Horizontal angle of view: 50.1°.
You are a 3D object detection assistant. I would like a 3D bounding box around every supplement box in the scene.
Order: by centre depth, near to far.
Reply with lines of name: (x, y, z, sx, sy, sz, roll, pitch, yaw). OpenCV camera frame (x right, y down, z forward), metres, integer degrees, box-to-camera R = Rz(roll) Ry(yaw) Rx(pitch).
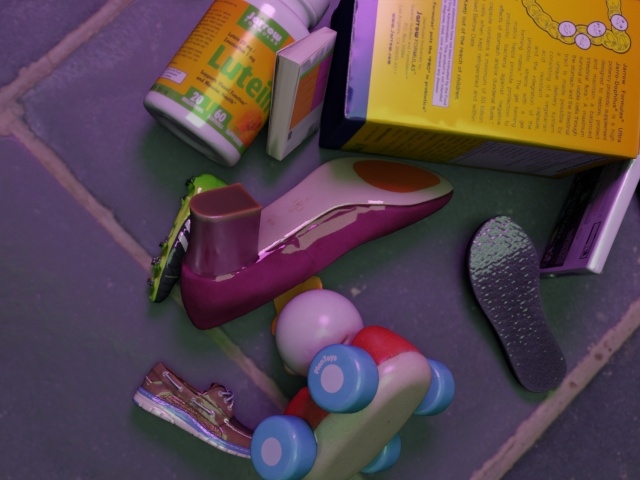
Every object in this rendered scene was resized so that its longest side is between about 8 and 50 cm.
supplement box: (0.194, -0.204, 0.866, 0.357, 0.194, 0.195, 6, 87, -9)

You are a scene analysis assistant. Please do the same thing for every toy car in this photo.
toy car: (0.001, 0.154, 0.850, 0.210, 0.219, 0.238, -52, 53, 15)

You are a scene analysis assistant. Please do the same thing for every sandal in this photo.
sandal: (0.260, 0.089, 0.941, 0.097, 0.054, 0.254, -19, 100, -2)

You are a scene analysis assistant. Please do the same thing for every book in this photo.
book: (-0.022, -0.180, 0.845, 0.035, 0.144, 0.096, 30, 47, 16)

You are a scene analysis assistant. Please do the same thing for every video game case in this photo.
video game case: (0.354, -0.040, 0.893, 0.022, 0.173, 0.190, 25, 84, -1)

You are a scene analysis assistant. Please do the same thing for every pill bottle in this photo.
pill bottle: (-0.096, -0.227, 0.851, 0.136, 0.136, 0.245, 34, 83, -6)

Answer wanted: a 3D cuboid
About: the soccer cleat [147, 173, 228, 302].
soccer cleat: (-0.163, 0.002, 0.872, 0.072, 0.060, 0.178, 25, 83, -20)

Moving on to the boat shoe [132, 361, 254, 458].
boat shoe: (-0.140, 0.213, 0.859, 0.183, 0.066, 0.066, 28, 82, -7)

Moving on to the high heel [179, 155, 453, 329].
high heel: (0.000, 0.000, 0.888, 0.378, 0.127, 0.181, -8, 129, -24)
